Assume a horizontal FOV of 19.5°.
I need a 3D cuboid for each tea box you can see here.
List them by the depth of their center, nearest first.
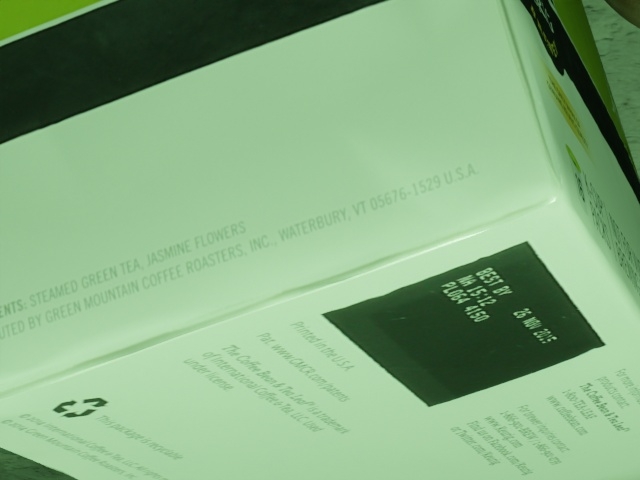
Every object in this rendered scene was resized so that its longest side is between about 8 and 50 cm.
[{"bbox_3d":[-0.006,-0.068,0.751,0.220,0.323,0.329,-19,155,14],"label":"tea box"}]

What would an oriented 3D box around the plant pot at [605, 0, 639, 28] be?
[{"bbox_3d":[0.168,-0.164,0.780,0.167,0.167,0.165,-3,168,10],"label":"plant pot"}]
